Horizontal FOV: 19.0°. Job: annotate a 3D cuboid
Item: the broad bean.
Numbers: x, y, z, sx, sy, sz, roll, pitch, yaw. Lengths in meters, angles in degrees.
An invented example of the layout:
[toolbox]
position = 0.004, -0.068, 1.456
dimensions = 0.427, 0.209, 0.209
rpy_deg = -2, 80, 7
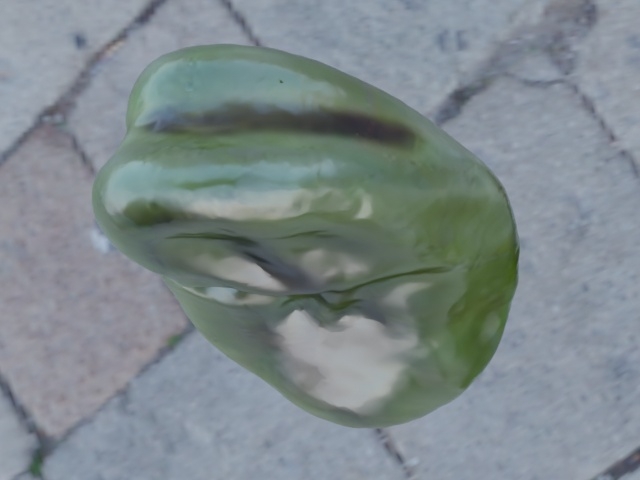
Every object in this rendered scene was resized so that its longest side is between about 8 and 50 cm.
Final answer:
[broad bean]
position = -0.001, 0.003, 0.732
dimensions = 0.153, 0.207, 0.072
rpy_deg = -6, 59, 28
